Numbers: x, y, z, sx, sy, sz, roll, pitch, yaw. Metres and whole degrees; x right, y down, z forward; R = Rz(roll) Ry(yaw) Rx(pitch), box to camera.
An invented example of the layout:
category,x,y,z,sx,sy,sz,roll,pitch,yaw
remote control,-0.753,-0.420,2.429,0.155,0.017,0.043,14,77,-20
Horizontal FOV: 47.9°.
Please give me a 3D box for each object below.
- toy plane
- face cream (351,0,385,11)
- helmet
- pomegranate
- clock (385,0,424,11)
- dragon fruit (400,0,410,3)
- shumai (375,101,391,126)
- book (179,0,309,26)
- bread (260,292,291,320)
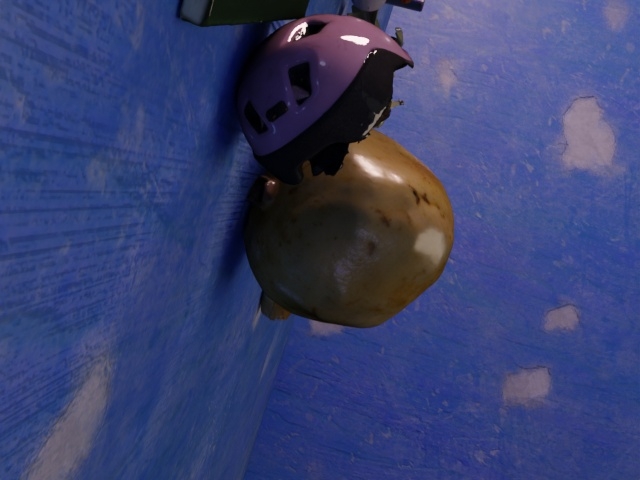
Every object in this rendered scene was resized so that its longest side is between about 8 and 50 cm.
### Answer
category,x,y,z,sx,sy,sz,roll,pitch,yaw
toy plane,0.110,-0.365,1.501,0.242,0.104,0.256,17,-53,61
face cream,0.091,-0.503,1.250,0.345,0.102,0.102,84,24,-80
helmet,-0.010,-0.182,0.828,0.198,0.154,0.253,-32,-148,32
pomegranate,0.040,-0.029,1.129,0.332,0.332,0.333,18,90,-87
clock,0.230,-0.716,2.070,0.197,0.150,0.063,-59,163,-79
dragon fruit,0.154,-0.513,1.401,0.068,0.112,0.126,-46,176,-2
shumai,0.040,-0.296,1.315,0.206,0.166,0.176,104,-18,-62
book,-0.029,-0.331,0.663,0.371,0.043,0.260,-60,170,-70
bread,-0.092,0.124,1.736,0.106,0.082,0.125,114,0,-49
